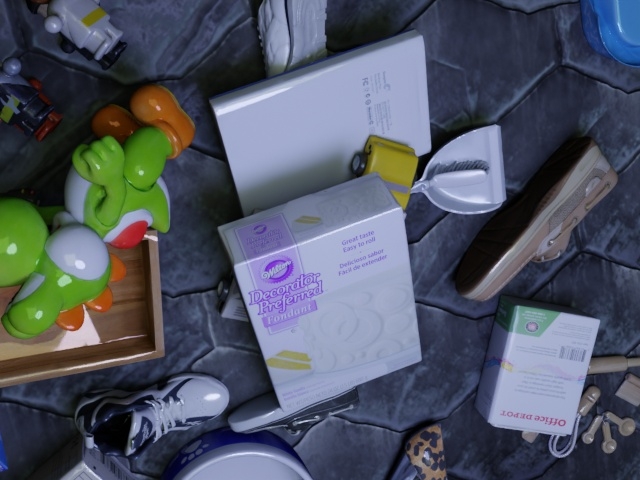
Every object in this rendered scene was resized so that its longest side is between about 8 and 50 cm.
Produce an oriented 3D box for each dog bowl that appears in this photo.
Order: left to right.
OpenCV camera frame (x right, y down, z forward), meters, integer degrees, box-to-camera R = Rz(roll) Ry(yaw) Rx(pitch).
[{"bbox_3d":[-0.133,0.439,1.281,0.264,0.104,0.265,-3,102,-14],"label":"dog bowl"},{"bbox_3d":[0.499,-0.432,1.297,0.166,0.074,0.297,-14,103,-12],"label":"dog bowl"}]

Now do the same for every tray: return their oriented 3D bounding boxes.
[{"bbox_3d":[-0.433,0.095,1.107,0.410,0.076,0.203,-8,111,-23],"label":"tray"}]

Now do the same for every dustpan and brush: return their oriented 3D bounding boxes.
[{"bbox_3d":[0.192,-0.098,1.282,0.211,0.060,0.147,-8,117,8],"label":"dustpan and brush"}]

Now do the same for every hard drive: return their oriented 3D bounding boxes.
[{"bbox_3d":[0.010,-0.169,1.189,0.318,0.040,0.210,-21,133,-10],"label":"hard drive"}]

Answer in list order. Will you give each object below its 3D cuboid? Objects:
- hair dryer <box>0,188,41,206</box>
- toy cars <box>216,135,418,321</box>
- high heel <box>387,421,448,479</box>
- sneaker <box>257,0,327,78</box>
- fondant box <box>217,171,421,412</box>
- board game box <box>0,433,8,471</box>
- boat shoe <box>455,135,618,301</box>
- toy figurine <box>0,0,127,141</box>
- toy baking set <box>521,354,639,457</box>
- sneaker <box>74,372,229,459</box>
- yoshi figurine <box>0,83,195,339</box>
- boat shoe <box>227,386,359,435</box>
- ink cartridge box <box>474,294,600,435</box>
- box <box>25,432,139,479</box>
[{"bbox_3d":[-0.544,0.017,1.100,0.293,0.080,0.224,9,99,-16],"label":"hair dryer"},{"bbox_3d":[0.000,0.000,1.211,0.393,0.087,0.176,-32,119,0],"label":"toy cars"},{"bbox_3d":[0.247,0.436,1.385,0.261,0.093,0.186,26,100,-9],"label":"high heel"},{"bbox_3d":[-0.049,-0.283,1.178,0.090,0.095,0.235,-22,129,-44],"label":"sneaker"},{"bbox_3d":[0.010,0.085,1.167,0.238,0.096,0.330,-20,132,-7],"label":"fondant box"},{"bbox_3d":[-0.560,0.285,1.112,0.210,0.160,0.047,-23,146,-10],"label":"board game box"},{"bbox_3d":[0.365,-0.016,1.317,0.110,0.121,0.341,44,86,-18],"label":"boat shoe"},{"bbox_3d":[-0.368,-0.246,1.029,0.148,0.209,0.213,42,87,-13],"label":"toy figurine"},{"bbox_3d":[0.498,0.306,1.464,0.256,0.030,0.197,2,100,-15],"label":"toy baking set"},{"bbox_3d":[-0.247,0.269,1.190,0.235,0.153,0.094,1,102,-15],"label":"sneaker"},{"bbox_3d":[-0.324,-0.056,1.013,0.203,0.204,0.362,17,56,12],"label":"yoshi figurine"},{"bbox_3d":[-0.038,0.278,1.289,0.219,0.078,0.070,-16,103,-13],"label":"boat shoe"},{"bbox_3d":[0.370,0.215,1.372,0.154,0.093,0.212,10,97,-8],"label":"ink cartridge box"},{"bbox_3d":[-0.427,0.453,1.194,0.311,0.121,0.148,-39,108,-5],"label":"box"}]
